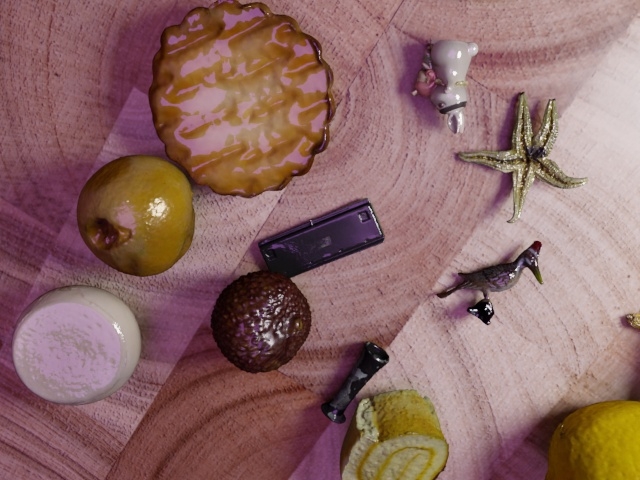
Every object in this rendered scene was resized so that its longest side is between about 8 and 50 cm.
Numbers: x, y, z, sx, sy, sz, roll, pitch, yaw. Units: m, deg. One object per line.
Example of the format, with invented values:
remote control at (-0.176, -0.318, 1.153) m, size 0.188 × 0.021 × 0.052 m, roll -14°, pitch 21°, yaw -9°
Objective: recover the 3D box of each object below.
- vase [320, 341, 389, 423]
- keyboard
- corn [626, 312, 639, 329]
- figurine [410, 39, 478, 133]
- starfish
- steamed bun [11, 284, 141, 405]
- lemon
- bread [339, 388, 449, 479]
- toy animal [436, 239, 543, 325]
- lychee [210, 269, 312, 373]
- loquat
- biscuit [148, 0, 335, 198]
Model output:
vase at (0.067, 0.279, 1.059) m, size 0.059 × 0.059 × 0.167 m, roll 32°, pitch 105°, yaw -2°
keyboard at (0.000, 0.000, 1.013) m, size 0.230 × 0.025 × 0.093 m, roll -21°, pitch 103°, yaw 11°
corn at (0.595, 0.156, 0.988) m, size 0.083 × 0.027 × 0.028 m, roll 25°, pitch 109°, yaw -2°
figurine at (0.207, -0.258, 0.913) m, size 0.098 × 0.081 × 0.146 m, roll 25°, pitch 118°, yaw 45°
starfish at (0.345, -0.139, 0.929) m, size 0.217 × 0.050 × 0.223 m, roll 12°, pitch 93°, yaw 9°
steamed bun at (-0.461, 0.195, 1.049) m, size 0.232 × 0.145 × 0.231 m, roll -1°, pitch 97°, yaw -6°
lemon at (0.537, 0.413, 0.936) m, size 0.293 × 0.293 × 0.292 m, roll 1°, pitch 104°, yaw 6°
bread at (0.128, 0.410, 1.045) m, size 0.186 × 0.124 × 0.257 m, roll 18°, pitch 114°, yaw -7°
toy animal at (0.317, 0.072, 0.978) m, size 0.202 × 0.070 × 0.105 m, roll -42°, pitch 78°, yaw 18°
lychee at (-0.108, 0.145, 0.985) m, size 0.195 × 0.194 × 0.194 m, roll 1°, pitch 104°, yaw 6°
loquat at (-0.317, -0.049, 0.949) m, size 0.213 × 0.213 × 0.213 m, roll 1°, pitch 104°, yaw 6°
biscuit at (-0.130, -0.237, 0.928) m, size 0.326 × 0.107 × 0.325 m, roll 2°, pitch 105°, yaw 9°
